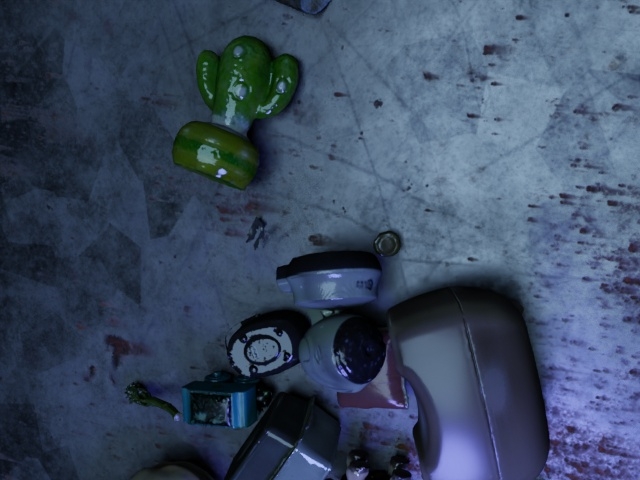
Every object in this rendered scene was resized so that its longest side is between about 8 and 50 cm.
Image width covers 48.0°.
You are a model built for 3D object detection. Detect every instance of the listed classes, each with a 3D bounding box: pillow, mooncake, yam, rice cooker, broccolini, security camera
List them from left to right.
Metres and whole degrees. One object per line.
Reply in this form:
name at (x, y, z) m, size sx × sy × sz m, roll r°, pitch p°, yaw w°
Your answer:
broccolini at (-0.394, 0.389, 1.708) m, size 0.239 × 0.054 × 0.051 m, roll 9°, pitch 148°, yaw 47°
rice cooker at (-0.118, 0.233, 1.601) m, size 0.203 × 0.118 × 0.142 m, roll -21°, pitch 91°, yaw 15°
yam at (-0.069, -0.538, 1.472) m, size 0.183 × 0.107 × 0.107 m, roll 28°, pitch 107°, yaw 15°
mooncake at (-0.005, -0.001, 1.557) m, size 0.347 × 0.057 × 0.150 m, roll 22°, pitch 93°, yaw 17°
security camera at (0.035, 0.167, 1.453) m, size 0.191 × 0.197 × 0.277 m, roll -11°, pitch 79°, yaw 46°
pillow at (0.106, 0.274, 1.551) m, size 0.171 × 0.075 × 0.179 m, roll -5°, pitch 94°, yaw 26°

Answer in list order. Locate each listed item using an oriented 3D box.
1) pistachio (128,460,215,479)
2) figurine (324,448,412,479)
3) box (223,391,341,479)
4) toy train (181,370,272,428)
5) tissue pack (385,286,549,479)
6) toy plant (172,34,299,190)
pistachio at (-0.379, 0.744, 1.708) m, size 0.365 × 0.281 × 0.445 m, roll 15°, pitch 89°, yaw 25°
figurine at (0.093, 0.659, 1.558) m, size 0.306 × 0.241 × 0.411 m, roll 37°, pitch 91°, yaw -17°
box at (-0.091, 0.490, 1.583) m, size 0.166 × 0.220 × 0.290 m, roll 32°, pitch 108°, yaw -3°
toy train at (-0.217, 0.365, 1.639) m, size 0.198 × 0.154 × 0.107 m, roll 0°, pitch 95°, yaw 20°
tissue pack at (0.292, 0.284, 1.384) m, size 0.277 × 0.267 × 0.387 m, roll -14°, pitch 93°, yaw 7°
toy plant at (-0.188, -0.282, 1.536) m, size 0.224 × 0.184 × 0.316 m, roll 22°, pitch 89°, yaw 10°
